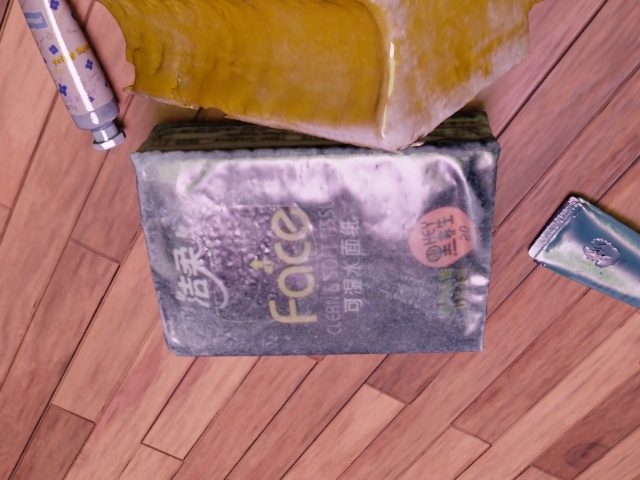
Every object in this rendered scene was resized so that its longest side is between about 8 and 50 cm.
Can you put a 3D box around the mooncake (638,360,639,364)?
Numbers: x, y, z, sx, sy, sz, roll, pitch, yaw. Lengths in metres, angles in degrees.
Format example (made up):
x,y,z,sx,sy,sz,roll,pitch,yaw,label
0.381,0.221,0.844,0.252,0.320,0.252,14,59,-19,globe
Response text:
x,y,z,sx,sy,sz,roll,pitch,yaw,label
0.373,0.245,0.795,0.150,0.057,0.347,8,120,-16,mooncake

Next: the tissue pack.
x,y,z,sx,sy,sz,roll,pitch,yaw,label
0.000,0.000,0.643,0.315,0.103,0.228,-1,120,4,tissue pack

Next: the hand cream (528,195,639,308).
x,y,z,sx,sy,sz,roll,pitch,yaw,label
0.325,0.034,0.681,0.224,0.048,0.083,26,122,-6,hand cream

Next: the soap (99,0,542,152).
x,y,z,sx,sy,sz,roll,pitch,yaw,label
0.005,-0.228,0.542,0.338,0.304,0.169,20,138,39,soap

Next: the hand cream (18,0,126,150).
x,y,z,sx,sy,sz,roll,pitch,yaw,label
-0.220,-0.161,0.594,0.065,0.043,0.171,14,132,45,hand cream
